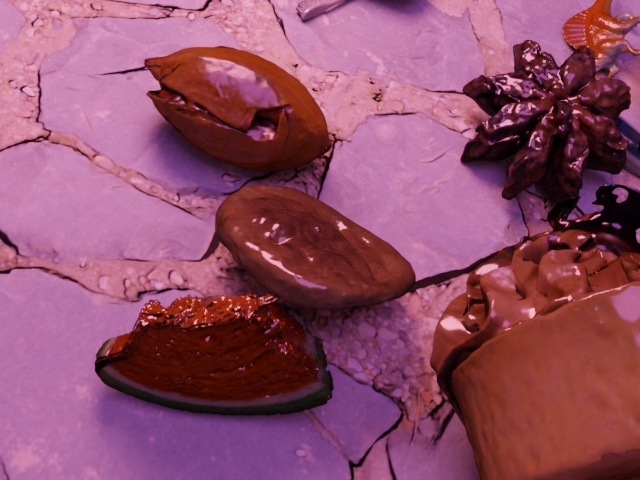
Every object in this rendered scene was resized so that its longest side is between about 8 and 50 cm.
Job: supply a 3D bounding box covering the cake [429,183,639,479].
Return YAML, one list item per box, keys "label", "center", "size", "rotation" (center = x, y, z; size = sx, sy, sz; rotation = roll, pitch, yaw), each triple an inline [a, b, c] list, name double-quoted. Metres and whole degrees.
- label: "cake"
  center: [0.280, 0.092, 0.768]
  size: [0.332, 0.332, 0.321]
  rotation: [-4, 59, -14]

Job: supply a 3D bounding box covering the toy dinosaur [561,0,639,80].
- label: "toy dinosaur"
  center: [0.424, -0.322, 1.165]
  size: [0.142, 0.057, 0.212]
  rotation: [-16, 56, -1]

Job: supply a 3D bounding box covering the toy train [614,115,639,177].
- label: "toy train"
  center: [0.401, -0.157, 1.069]
  size: [0.252, 0.048, 0.055]
  rotation: [34, 64, 6]

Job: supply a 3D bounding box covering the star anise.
- label: "star anise"
  center: [0.305, -0.156, 0.993]
  size: [0.223, 0.109, 0.236]
  rotation: [6, 81, -6]

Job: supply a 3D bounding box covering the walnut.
- label: "walnut"
  center: [-0.100, -0.161, 0.924]
  size: [0.245, 0.137, 0.137]
  rotation: [26, 61, -2]

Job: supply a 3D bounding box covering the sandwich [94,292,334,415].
- label: "sandwich"
  center: [-0.111, 0.107, 0.779]
  size: [0.235, 0.159, 0.079]
  rotation: [-7, 42, 8]

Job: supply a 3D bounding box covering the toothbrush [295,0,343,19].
- label: "toothbrush"
  center: [0.078, -0.385, 1.133]
  size: [0.275, 0.019, 0.025]
  rotation: [-30, 65, -23]

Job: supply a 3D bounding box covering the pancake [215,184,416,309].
- label: "pancake"
  center: [0.000, 0.000, 0.833]
  size: [0.242, 0.050, 0.242]
  rotation: [19, 24, -9]
